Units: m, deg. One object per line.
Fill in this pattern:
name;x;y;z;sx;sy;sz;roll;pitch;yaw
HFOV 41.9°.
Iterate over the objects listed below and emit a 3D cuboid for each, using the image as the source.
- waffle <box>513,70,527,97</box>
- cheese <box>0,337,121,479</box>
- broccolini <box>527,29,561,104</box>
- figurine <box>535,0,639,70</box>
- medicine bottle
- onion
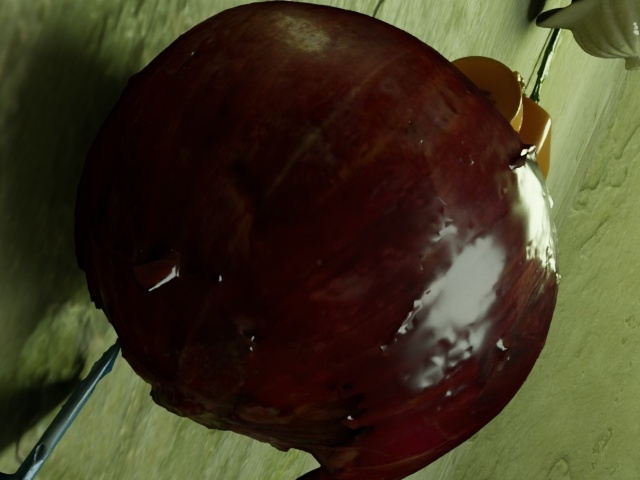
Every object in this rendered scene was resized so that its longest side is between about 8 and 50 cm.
waffle;0.237;-0.132;1.220;0.228;0.051;0.231;-65;160;0
cheese;-0.191;0.167;0.478;0.244;0.052;0.135;-59;-169;-28
broccolini;0.376;-0.272;1.415;0.218;0.042;0.044;-67;160;2
figurine;0.456;-0.421;1.198;0.185;0.204;0.332;-22;133;-58
medicine bottle;0.184;-0.113;0.971;0.112;0.149;0.222;-61;159;-11
onion;0.000;0.000;0.475;0.276;0.276;0.276;-50;155;-34
